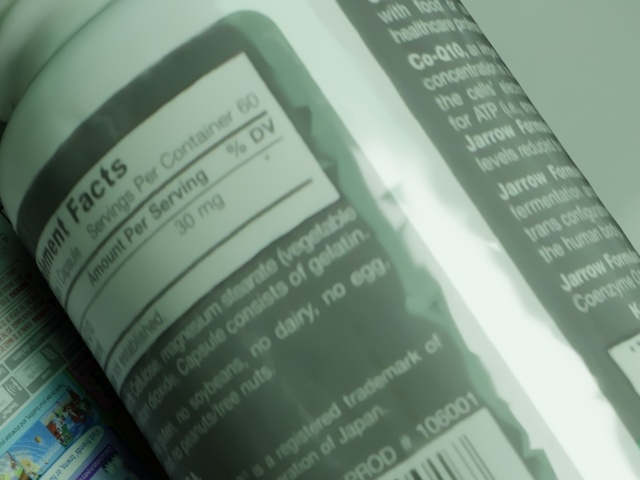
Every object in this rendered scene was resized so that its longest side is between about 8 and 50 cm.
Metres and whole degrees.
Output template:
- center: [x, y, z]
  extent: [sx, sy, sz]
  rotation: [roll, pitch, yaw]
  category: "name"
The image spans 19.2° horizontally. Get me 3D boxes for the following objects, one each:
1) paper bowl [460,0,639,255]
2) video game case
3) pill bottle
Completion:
- center: [0.132, -0.068, 0.883]
  extent: [0.148, 0.284, 0.284]
  rotation: [2, 45, -54]
  category: "paper bowl"
- center: [-0.101, 0.067, 0.770]
  extent: [0.193, 0.023, 0.212]
  rotation: [49, 26, -4]
  category: "video game case"
- center: [0.000, 0.000, 0.755]
  extent: [0.204, 0.204, 0.361]
  rotation: [-23, 74, -39]
  category: "pill bottle"
